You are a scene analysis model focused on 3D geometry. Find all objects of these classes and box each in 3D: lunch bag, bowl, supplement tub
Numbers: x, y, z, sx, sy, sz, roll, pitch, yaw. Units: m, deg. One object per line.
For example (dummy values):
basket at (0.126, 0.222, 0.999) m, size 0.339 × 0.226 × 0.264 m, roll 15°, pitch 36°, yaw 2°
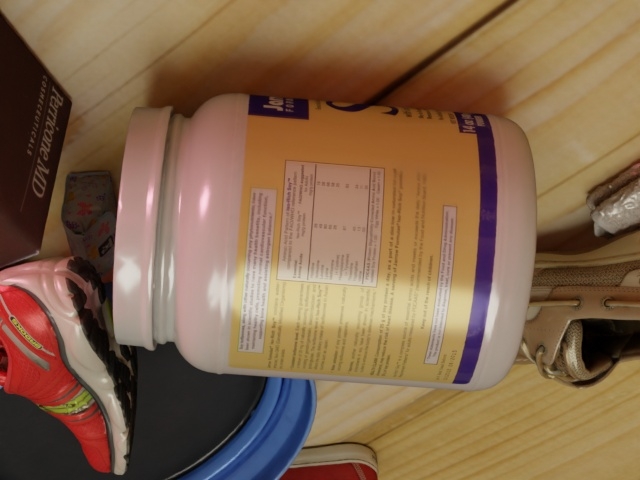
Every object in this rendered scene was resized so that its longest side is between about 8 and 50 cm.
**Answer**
lunch bag at (-0.212, -0.011, 1.287) m, size 0.053 × 0.083 × 0.071 m, roll -2°, pitch 137°, yaw 4°
bowl at (-0.199, 0.190, 1.419) m, size 0.391 × 0.077 × 0.391 m, roll -16°, pitch 137°, yaw -15°
supplement tub at (0.000, 0.000, 1.179) m, size 0.331 × 0.241 × 0.241 m, roll 5°, pitch 137°, yaw -4°

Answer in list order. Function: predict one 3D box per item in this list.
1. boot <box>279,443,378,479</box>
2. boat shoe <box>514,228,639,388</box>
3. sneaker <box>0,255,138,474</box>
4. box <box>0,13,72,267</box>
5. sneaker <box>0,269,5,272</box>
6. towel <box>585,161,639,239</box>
boot at (-0.053, 0.335, 1.591) m, size 0.244 × 0.176 × 0.088 m, roll -10°, pitch 138°, yaw 14°
boat shoe at (0.236, 0.078, 1.319) m, size 0.121 × 0.110 × 0.341 m, roll 34°, pitch 143°, yaw -31°
sneaker at (-0.230, 0.110, 1.209) m, size 0.118 × 0.107 × 0.279 m, roll -6°, pitch 138°, yaw 4°
box at (-0.359, -0.153, 1.060) m, size 0.143 × 0.191 × 0.381 m, roll -16°, pitch 135°, yaw 18°
sneaker at (-0.362, 0.099, 1.375) m, size 0.148 × 0.131 × 0.350 m, roll 2°, pitch 137°, yaw 5°
towel at (0.400, -0.050, 1.256) m, size 0.187 × 0.049 × 0.282 m, roll 31°, pitch 129°, yaw -29°
